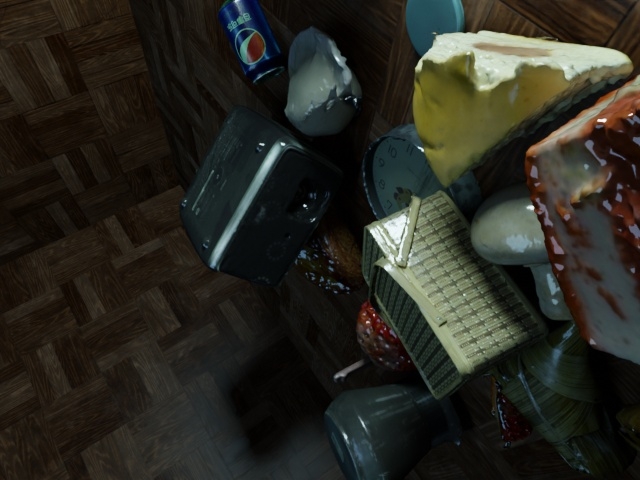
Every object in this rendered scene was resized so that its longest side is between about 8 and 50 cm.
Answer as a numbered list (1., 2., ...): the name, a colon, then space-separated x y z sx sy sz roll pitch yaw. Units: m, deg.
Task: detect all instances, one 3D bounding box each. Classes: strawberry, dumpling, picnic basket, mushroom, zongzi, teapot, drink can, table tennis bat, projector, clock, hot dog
1. strawberry: 0.435 0.373 1.005 0.140 0.085 0.192 47 -140 -67
2. dumpling: 0.012 -0.340 0.986 0.293 0.163 0.204 145 129 -70
3. picnic basket: 0.202 0.100 0.797 0.313 0.175 0.228 60 169 25
4. mushroom: 0.317 0.000 0.642 0.206 0.206 0.209 35 121 46
5. zongzi: 0.463 0.271 0.773 0.286 0.134 0.288 46 153 18
6. teapot: 0.203 0.529 1.343 0.376 0.362 0.305 57 156 37
7. drink can: -0.178 -0.526 1.165 0.205 0.118 0.118 63 158 -11
8. table tennis bat: 0.198 -0.324 0.728 0.201 0.033 0.124 66 159 -8
9. projector: -0.191 -0.137 1.231 0.242 0.395 0.405 22 -166 -37
10. clock: 0.207 -0.093 0.953 0.312 0.061 0.312 47 155 30
11. hot dog: 0.000 0.000 1.356 0.267 0.174 0.387 -16 103 58
12. strawberry: 0.214 0.267 1.269 0.265 0.149 0.336 58 157 9

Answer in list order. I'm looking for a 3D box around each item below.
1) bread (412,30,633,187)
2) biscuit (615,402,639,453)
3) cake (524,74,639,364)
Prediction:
1. bread: 0.229 -0.230 0.593 0.211 0.184 0.224 62 157 9
2. biscuit: 0.559 0.332 0.614 0.296 0.075 0.296 42 180 0
3. cake: 0.381 -0.043 0.369 0.270 0.269 0.319 63 156 -8
